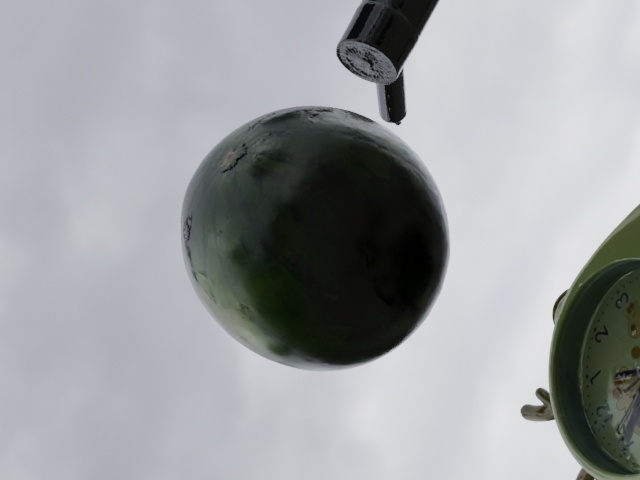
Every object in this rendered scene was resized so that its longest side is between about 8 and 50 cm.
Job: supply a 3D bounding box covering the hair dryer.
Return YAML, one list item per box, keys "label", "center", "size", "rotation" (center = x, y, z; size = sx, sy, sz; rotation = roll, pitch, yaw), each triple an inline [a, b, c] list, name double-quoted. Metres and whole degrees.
- label: "hair dryer"
  center: [0.079, -0.189, 1.843]
  size: [0.124, 0.071, 0.219]
  rotation: [-60, -20, -26]

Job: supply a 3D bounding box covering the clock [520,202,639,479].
- label: "clock"
  center: [0.292, 0.114, 1.510]
  size: [0.096, 0.235, 0.308]
  rotation: [7, -41, -35]

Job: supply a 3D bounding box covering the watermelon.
- label: "watermelon"
  center: [-0.004, -0.002, 1.556]
  size: [0.242, 0.242, 0.242]
  rotation: [-30, -54, -52]
